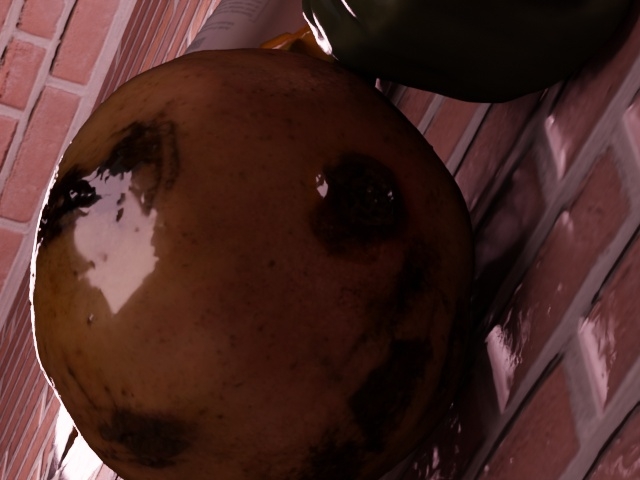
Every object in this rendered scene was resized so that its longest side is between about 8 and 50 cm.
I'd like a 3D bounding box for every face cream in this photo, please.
[{"bbox_3d":[-0.085,-0.178,1.822,0.102,0.102,0.345,-55,5,49],"label":"face cream"}]

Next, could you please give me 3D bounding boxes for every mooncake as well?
[{"bbox_3d":[0.112,-0.268,1.228,0.351,0.187,0.351,-164,90,-76],"label":"mooncake"}]

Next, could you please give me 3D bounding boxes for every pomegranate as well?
[{"bbox_3d":[-0.045,0.028,1.212,0.322,0.322,0.322,-162,90,-76],"label":"pomegranate"}]

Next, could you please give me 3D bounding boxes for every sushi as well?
[{"bbox_3d":[-0.246,0.176,2.247,0.343,0.064,0.359,-49,26,48],"label":"sushi"}]

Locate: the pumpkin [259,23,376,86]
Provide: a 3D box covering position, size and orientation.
[{"bbox_3d":[0.009,-0.130,1.652,0.254,0.130,0.149,-78,-34,-79],"label":"pumpkin"}]
